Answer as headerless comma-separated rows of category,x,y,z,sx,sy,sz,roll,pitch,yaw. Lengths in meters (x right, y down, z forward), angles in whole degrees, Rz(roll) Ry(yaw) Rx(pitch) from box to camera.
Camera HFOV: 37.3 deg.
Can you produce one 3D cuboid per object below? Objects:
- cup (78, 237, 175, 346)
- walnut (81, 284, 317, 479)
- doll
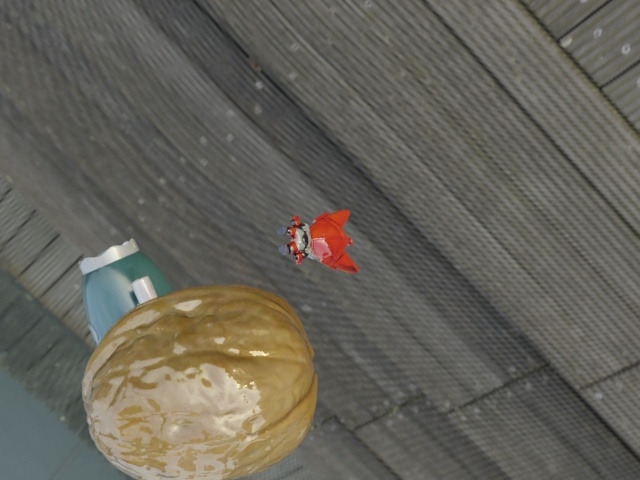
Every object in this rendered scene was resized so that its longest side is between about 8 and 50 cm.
cup,-0.349,0.095,1.691,0.299,0.167,0.173,-16,99,64
walnut,-0.160,0.192,1.266,0.312,0.277,0.252,-6,143,-5
doll,0.000,0.000,1.526,0.057,0.169,0.109,-14,80,34
